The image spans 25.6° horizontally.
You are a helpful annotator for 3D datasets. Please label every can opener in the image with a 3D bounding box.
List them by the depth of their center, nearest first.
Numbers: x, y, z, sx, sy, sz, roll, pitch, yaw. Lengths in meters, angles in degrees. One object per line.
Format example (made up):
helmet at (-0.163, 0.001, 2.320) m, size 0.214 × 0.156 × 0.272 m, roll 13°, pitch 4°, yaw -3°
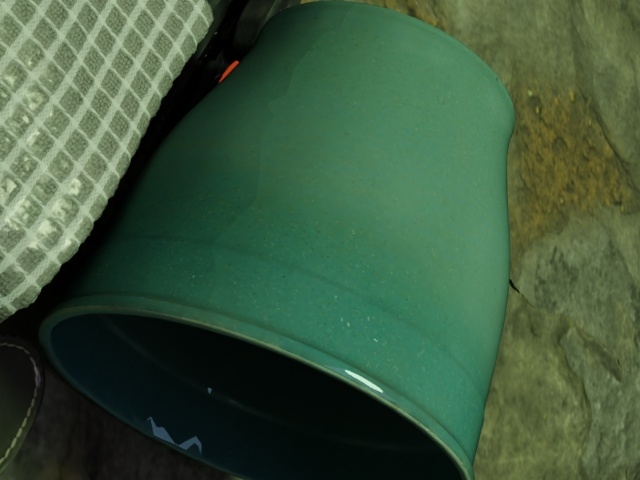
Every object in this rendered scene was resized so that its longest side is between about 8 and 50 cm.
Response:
can opener at (-0.086, -0.120, 0.971) m, size 0.059 × 0.073 × 0.186 m, roll 44°, pitch 67°, yaw -24°

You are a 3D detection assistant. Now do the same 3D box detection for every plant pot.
plant pot at (0.000, 0.000, 0.884) m, size 0.272 × 0.272 × 0.255 m, roll 42°, pitch 59°, yaw -39°

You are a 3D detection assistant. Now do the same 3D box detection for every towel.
towel at (-0.193, -0.128, 0.796) m, size 0.235 × 0.121 × 0.283 m, roll 52°, pitch 50°, yaw -34°

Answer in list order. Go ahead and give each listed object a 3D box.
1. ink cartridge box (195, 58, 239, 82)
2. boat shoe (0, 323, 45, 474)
ink cartridge box at (0.012, -0.046, 1.079) m, size 0.189 × 0.066 × 0.232 m, roll -28°, pitch 112°, yaw -47°
boat shoe at (-0.250, 0.137, 0.723) m, size 0.335 × 0.096 × 0.112 m, roll -31°, pitch 110°, yaw -46°
